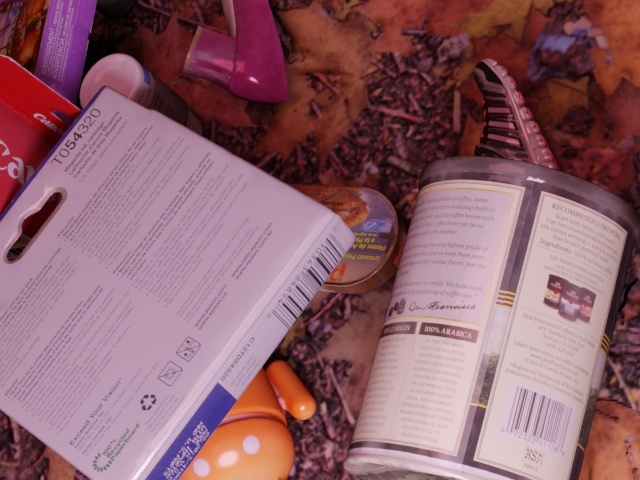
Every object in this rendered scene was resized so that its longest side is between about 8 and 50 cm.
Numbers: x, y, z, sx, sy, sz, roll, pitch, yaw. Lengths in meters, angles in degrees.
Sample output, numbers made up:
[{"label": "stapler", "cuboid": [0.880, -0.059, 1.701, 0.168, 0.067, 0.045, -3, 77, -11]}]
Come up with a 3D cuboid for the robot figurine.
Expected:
[{"label": "robot figurine", "cuboid": [-0.100, 0.169, 1.682, 0.128, 0.158, 0.219, -53, 47, 35]}]

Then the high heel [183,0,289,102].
[{"label": "high heel", "cuboid": [-0.057, -0.260, 1.901, 0.117, 0.082, 0.244, 20, 59, 0]}]

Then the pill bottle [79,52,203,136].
[{"label": "pill bottle", "cuboid": [-0.187, -0.135, 1.864, 0.078, 0.137, 0.078, -13, 62, 25]}]

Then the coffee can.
[{"label": "coffee can", "cuboid": [0.150, 0.090, 1.523, 0.201, 0.201, 0.275, 7, 72, 32]}]

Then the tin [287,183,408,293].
[{"label": "tin", "cuboid": [0.000, 0.000, 1.756, 0.189, 0.040, 0.106, 4, 67, 32]}]

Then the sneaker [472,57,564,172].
[{"label": "sneaker", "cuboid": [0.173, -0.100, 1.680, 0.075, 0.063, 0.170, -28, 62, 10]}]

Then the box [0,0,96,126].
[{"label": "box", "cuboid": [-0.347, -0.186, 1.954, 0.293, 0.057, 0.201, -22, 54, 53]}]

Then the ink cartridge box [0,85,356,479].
[{"label": "ink cartridge box", "cuboid": [-0.183, 0.047, 1.668, 0.330, 0.071, 0.324, 30, 79, 37]}]

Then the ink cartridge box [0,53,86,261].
[{"label": "ink cartridge box", "cuboid": [-0.354, -0.060, 1.820, 0.272, 0.309, 0.130, -6, 66, 29]}]

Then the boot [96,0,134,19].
[{"label": "boot", "cuboid": [-0.322, -0.357, 2.028, 0.246, 0.161, 0.083, 35, 88, 37]}]
